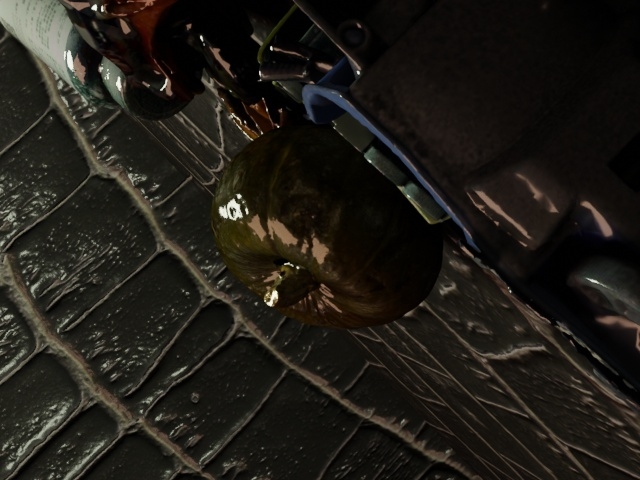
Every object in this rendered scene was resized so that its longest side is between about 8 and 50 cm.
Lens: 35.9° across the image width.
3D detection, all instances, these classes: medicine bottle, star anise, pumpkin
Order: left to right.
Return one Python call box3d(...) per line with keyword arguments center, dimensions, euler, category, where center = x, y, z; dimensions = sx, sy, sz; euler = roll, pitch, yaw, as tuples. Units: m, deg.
box3d(center=(-0.252, -0.240, 1.115), dimensions=(0.293, 0.141, 0.141), euler=(40, 171, 37), category="medicine bottle")
box3d(center=(-0.050, -0.124, 0.996), dimensions=(0.157, 0.053, 0.212), euler=(45, 174, -8), category="star anise")
box3d(center=(0.000, 0.000, 0.879), dimensions=(0.219, 0.162, 0.219), euler=(21, 149, 13), category="pumpkin")

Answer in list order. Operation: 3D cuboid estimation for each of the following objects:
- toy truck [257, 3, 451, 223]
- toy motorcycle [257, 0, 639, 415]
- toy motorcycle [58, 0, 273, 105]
box3d(center=(0.046, -0.083, 0.635), dimensions=(0.169, 0.077, 0.100), euler=(41, -174, 5), category="toy truck")
box3d(center=(0.089, -0.040, 0.433), dimensions=(0.358, 0.125, 0.212), euler=(45, 175, 5), category="toy motorcycle")
box3d(center=(-0.190, -0.234, 0.857), dimensions=(0.401, 0.134, 0.207), euler=(33, 166, 51), category="toy motorcycle")
